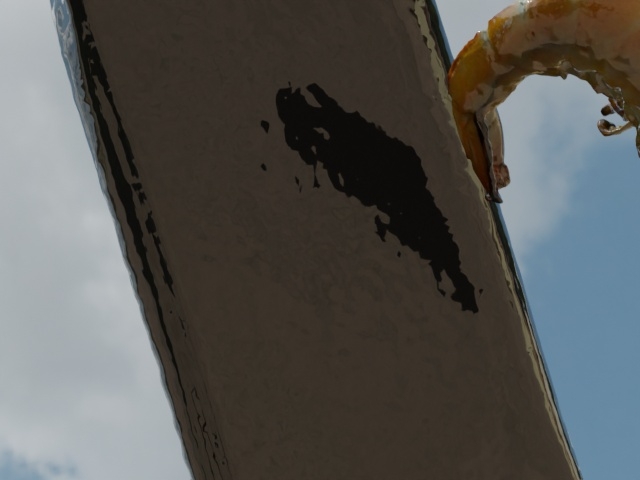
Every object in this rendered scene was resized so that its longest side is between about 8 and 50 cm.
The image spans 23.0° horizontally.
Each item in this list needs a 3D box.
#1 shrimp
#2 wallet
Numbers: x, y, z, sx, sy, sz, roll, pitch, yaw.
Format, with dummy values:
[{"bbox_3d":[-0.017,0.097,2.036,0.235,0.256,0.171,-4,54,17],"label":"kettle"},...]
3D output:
[{"bbox_3d":[0.096,-0.025,0.485,0.127,0.025,0.091,43,-46,-13],"label":"shrimp"},{"bbox_3d":[0.000,0.000,0.524,0.149,0.044,0.250,-20,-86,-34],"label":"wallet"}]
